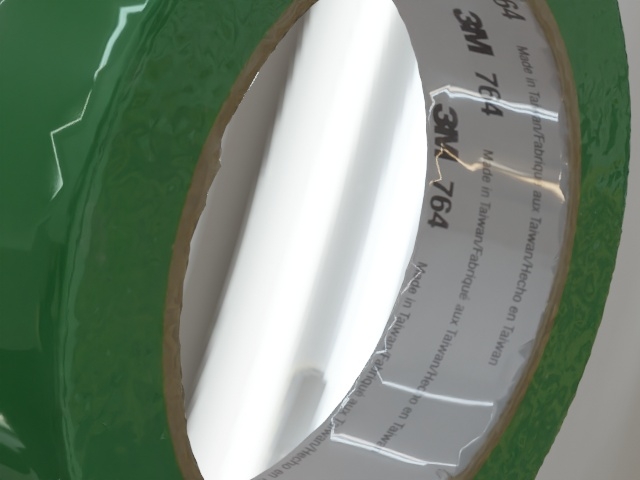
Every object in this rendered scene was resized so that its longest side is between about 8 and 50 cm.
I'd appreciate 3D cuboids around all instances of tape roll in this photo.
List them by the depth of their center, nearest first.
[{"bbox_3d":[0.000,0.000,0.652,0.321,0.077,0.321,-23,-59,-45],"label":"tape roll"}]
